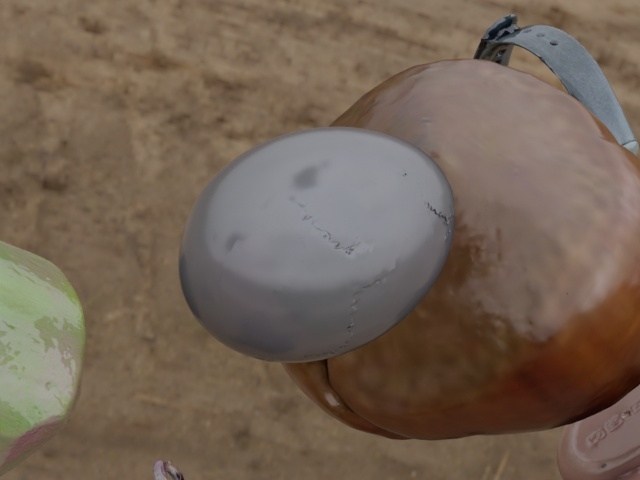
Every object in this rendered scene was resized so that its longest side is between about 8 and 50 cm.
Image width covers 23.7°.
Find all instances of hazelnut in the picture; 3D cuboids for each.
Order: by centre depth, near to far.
[{"bbox_3d":[0.128,0.022,1.285,0.372,0.372,0.315,16,76,-1],"label":"hazelnut"}]

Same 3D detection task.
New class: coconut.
[{"bbox_3d":[-0.288,0.092,1.195,0.236,0.236,0.204,8,57,-15],"label":"coconut"}]

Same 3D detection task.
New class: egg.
[{"bbox_3d":[0.000,0.000,0.984,0.198,0.146,0.146,-27,51,-27],"label":"egg"}]

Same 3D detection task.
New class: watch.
[{"bbox_3d":[0.217,-0.111,1.516,0.068,0.206,0.193,-27,67,-30],"label":"watch"}]

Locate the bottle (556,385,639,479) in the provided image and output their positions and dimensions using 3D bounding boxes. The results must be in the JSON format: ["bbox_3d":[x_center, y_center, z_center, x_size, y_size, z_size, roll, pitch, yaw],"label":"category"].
[{"bbox_3d":[0.383,0.267,1.452,0.297,0.206,0.173,51,63,-18],"label":"bottle"}]

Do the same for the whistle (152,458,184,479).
[{"bbox_3d":[-0.039,0.298,0.964,0.133,0.142,0.346,-24,75,-2],"label":"whistle"}]
